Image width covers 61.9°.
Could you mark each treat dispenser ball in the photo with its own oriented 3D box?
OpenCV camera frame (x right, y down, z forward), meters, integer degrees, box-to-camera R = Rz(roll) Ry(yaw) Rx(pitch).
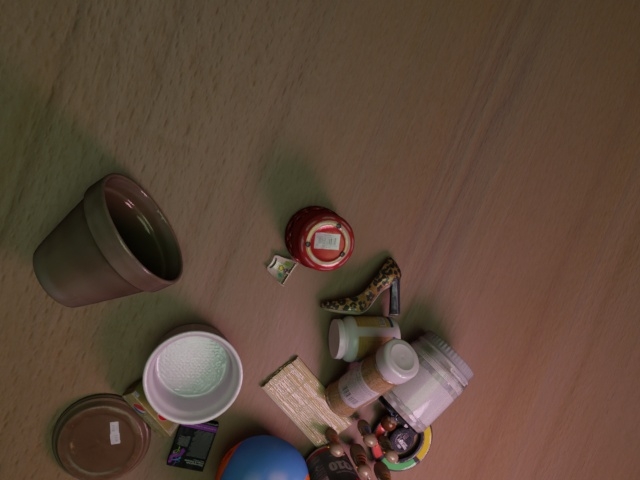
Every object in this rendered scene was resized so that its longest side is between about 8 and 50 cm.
[{"bbox_3d":[-0.174,0.734,1.592,0.288,0.288,0.288,-2,99,-14],"label":"treat dispenser ball"}]

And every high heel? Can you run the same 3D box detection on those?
[{"bbox_3d":[0.129,0.145,1.702,0.261,0.093,0.186,1,79,-5],"label":"high heel"}]

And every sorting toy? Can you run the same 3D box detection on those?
[{"bbox_3d":[-0.121,0.084,1.636,0.075,0.045,0.083,34,89,-9],"label":"sorting toy"}]

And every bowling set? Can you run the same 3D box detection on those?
[{"bbox_3d":[0.169,0.653,1.702,0.287,0.154,0.200,35,93,-12],"label":"bowling set"}]

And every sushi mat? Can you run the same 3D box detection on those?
[{"bbox_3d":[-0.039,0.531,1.735,0.151,0.019,0.317,-40,106,-5],"label":"sushi mat"}]

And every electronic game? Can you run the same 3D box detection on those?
[{"bbox_3d":[0.278,0.682,1.825,0.229,0.048,0.230,-2,99,-14],"label":"electronic game"}]

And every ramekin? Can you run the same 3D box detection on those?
[{"bbox_3d":[-0.373,0.379,1.564,0.277,0.135,0.277,-2,100,-14],"label":"ramekin"}]

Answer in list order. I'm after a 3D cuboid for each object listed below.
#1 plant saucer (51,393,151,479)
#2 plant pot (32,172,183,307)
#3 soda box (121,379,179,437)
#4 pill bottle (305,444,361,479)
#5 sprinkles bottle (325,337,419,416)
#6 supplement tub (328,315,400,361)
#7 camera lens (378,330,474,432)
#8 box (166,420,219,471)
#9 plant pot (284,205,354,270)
[{"bbox_3d":[-0.647,0.592,1.576,0.277,0.041,0.278,-2,98,-14],"label":"plant saucer"},{"bbox_3d":[-0.569,0.031,1.397,0.280,0.323,0.323,-28,105,9],"label":"plant pot"},{"bbox_3d":[-0.498,0.499,1.578,0.181,0.061,0.058,55,39,-15],"label":"soda box"},{"bbox_3d":[0.058,0.786,1.653,0.161,0.283,0.161,-5,107,-17],"label":"pill bottle"},{"bbox_3d":[0.146,0.420,1.606,0.121,0.355,0.121,18,49,-22],"label":"sprinkles bottle"},{"bbox_3d":[0.137,0.310,1.681,0.199,0.144,0.145,3,98,-15],"label":"supplement tub"},{"bbox_3d":[0.324,0.455,1.713,0.274,0.219,0.219,-43,106,-5],"label":"camera lens"},{"bbox_3d":[-0.396,0.628,1.652,0.116,0.029,0.162,19,92,-16],"label":"box"},{"bbox_3d":[0.000,0.000,1.586,0.191,0.174,0.191,-3,101,-14],"label":"plant pot"}]
